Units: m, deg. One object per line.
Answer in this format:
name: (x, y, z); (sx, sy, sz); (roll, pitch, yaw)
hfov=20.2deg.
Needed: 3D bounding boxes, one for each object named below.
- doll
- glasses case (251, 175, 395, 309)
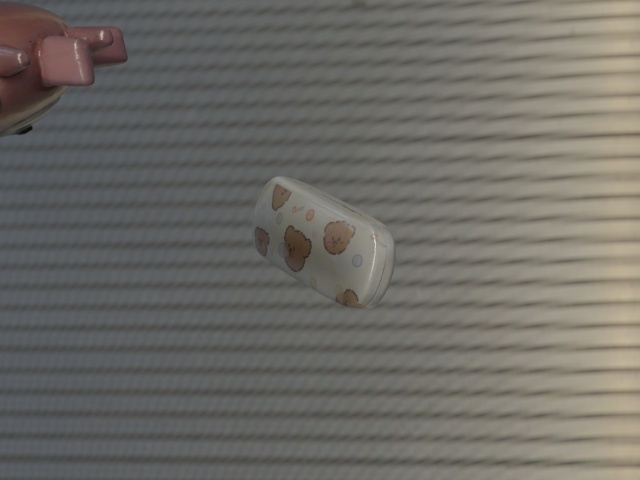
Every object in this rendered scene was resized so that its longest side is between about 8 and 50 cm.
doll: (-0.232, -0.108, 1.171); (0.211, 0.262, 0.093); (-11, 97, 20)
glasses case: (0.000, 0.000, 1.280); (0.164, 0.041, 0.063); (31, 109, 54)
